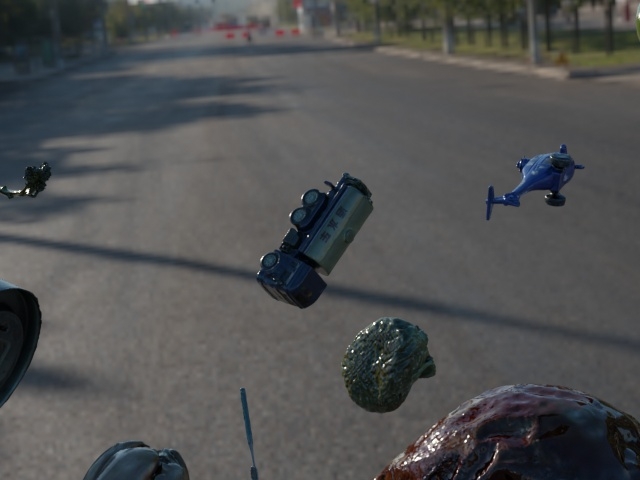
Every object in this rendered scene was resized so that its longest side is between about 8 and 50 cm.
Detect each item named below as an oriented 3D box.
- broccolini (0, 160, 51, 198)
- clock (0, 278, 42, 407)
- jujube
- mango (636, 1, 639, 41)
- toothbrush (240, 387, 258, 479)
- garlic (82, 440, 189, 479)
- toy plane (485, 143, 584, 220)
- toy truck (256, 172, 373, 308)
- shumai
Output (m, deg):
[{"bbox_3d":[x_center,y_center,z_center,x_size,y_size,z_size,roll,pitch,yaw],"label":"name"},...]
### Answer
[{"bbox_3d":[-0.497,-0.087,2.117,0.194,0.052,0.054,-12,6,43],"label":"broccolini"},{"bbox_3d":[-0.624,0.210,2.330,0.061,0.312,0.312,27,22,20],"label":"clock"},{"bbox_3d":[0.195,0.312,1.411,0.377,0.276,0.276,-42,-5,23],"label":"jujube"},{"bbox_3d":[0.567,-0.358,2.104,0.091,0.137,0.237,-9,-5,29],"label":"mango"},{"bbox_3d":[-0.124,0.334,2.248,0.011,0.167,0.014,-16,-20,17],"label":"toothbrush"},{"bbox_3d":[-0.275,0.421,2.026,0.191,0.214,0.160,-45,6,1],"label":"garlic"},{"bbox_3d":[0.213,-0.060,1.313,0.062,0.054,0.167,16,27,27],"label":"toy plane"},{"bbox_3d":[0.000,0.000,1.823,0.088,0.201,0.074,23,-19,37],"label":"toy truck"},{"bbox_3d":[0.136,0.231,2.376,0.142,0.184,0.184,17,-6,-38],"label":"shumai"}]
